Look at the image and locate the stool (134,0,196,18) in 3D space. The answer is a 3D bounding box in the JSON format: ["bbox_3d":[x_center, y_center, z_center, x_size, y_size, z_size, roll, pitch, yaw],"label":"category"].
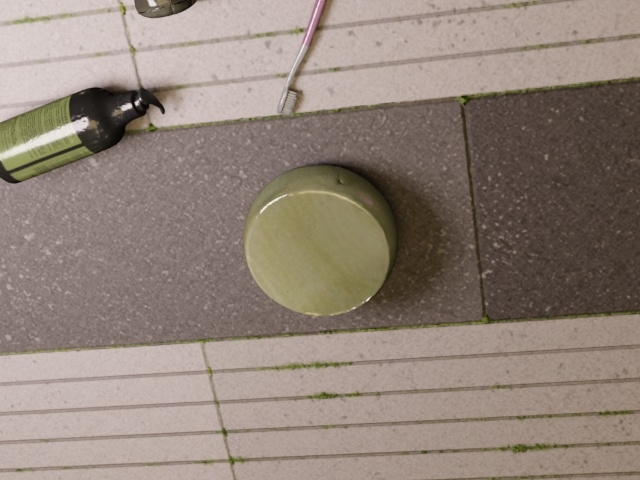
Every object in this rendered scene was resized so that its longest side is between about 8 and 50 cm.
[{"bbox_3d":[-0.234,-0.384,1.606,0.096,0.096,0.110,-13,111,15],"label":"stool"}]

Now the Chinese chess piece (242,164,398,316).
[{"bbox_3d":[0.000,0.000,1.764,0.250,0.101,0.250,3,118,7],"label":"Chinese chess piece"}]

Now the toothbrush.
[{"bbox_3d":[-0.013,-0.314,1.650,0.025,0.020,0.286,16,119,-9],"label":"toothbrush"}]

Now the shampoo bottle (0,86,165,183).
[{"bbox_3d":[-0.386,-0.178,1.730,0.284,0.101,0.101,-18,113,17],"label":"shampoo bottle"}]
